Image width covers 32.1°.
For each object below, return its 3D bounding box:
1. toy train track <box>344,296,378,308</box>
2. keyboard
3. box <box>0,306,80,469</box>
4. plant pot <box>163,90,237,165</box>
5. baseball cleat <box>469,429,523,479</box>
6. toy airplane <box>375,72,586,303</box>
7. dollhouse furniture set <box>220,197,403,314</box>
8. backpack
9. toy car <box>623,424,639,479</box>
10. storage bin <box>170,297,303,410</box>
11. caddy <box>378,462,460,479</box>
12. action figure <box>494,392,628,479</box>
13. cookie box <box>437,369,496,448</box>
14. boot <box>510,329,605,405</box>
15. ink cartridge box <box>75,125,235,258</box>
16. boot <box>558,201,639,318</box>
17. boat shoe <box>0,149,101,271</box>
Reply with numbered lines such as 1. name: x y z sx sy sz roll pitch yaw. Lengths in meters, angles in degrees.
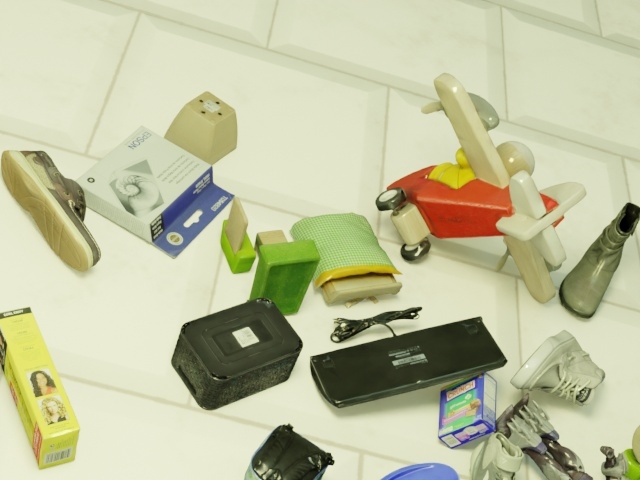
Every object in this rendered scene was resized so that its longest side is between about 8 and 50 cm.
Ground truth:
1. toy train track: 0.075 0.099 2.003 0.083 0.014 0.048 -28 62 -39
2. keyboard: 0.135 0.184 1.879 0.317 0.033 0.201 -11 40 -13
3. box: -0.418 0.213 1.630 0.058 0.087 0.232 -12 54 -29
4. plant pot: -0.222 -0.220 2.139 0.109 0.096 0.109 35 45 13
5. baseball cleat: 0.273 0.389 1.725 0.072 0.109 0.206 13 45 -17
6. toy airplane: 0.322 -0.092 2.027 0.384 0.386 0.272 36 56 13
7. dollhouse furniture set: 0.000 0.000 1.956 0.301 0.151 0.197 -7 50 -24
8. backpack: -0.056 0.346 1.646 0.105 0.084 0.114 34 39 13
9. toy car: 0.630 0.355 1.889 0.188 0.155 0.149 -10 51 -43
10. storage bin: -0.134 0.179 1.784 0.180 0.084 0.122 -18 56 -34
11. caddy: 0.134 0.468 1.542 0.341 0.179 0.241 -25 38 -38
12. action figure: 0.404 0.379 1.802 0.285 0.099 0.185 44 41 18
13. cookie box: 0.242 0.278 1.835 0.040 0.092 0.107 44 35 -26
14. boot: 0.422 0.233 1.919 0.123 0.095 0.258 43 26 16
15. ink cartridge box: -0.296 -0.094 2.018 0.224 0.045 0.223 30 43 8
16. boot: 0.550 0.029 2.165 0.083 0.161 0.246 30 43 9
17. boat shoe: -0.443 -0.064 1.887 0.092 0.103 0.285 -23 53 -33
